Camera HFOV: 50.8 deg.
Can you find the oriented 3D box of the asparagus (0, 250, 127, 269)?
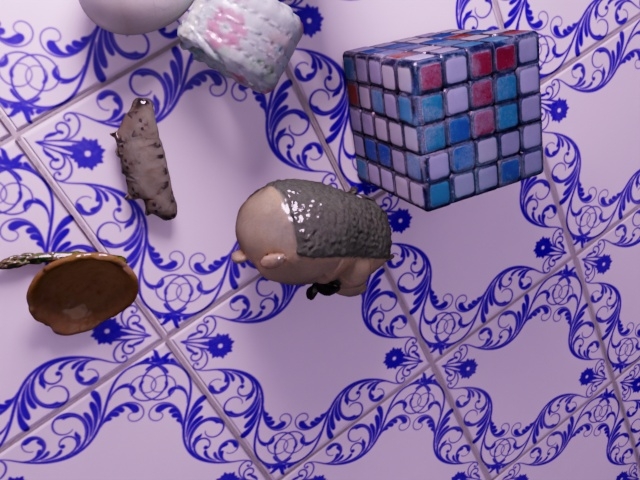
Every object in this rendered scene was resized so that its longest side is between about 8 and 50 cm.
[{"bbox_3d":[-0.480,0.036,1.262,0.236,0.027,0.034,0,96,-26],"label":"asparagus"}]

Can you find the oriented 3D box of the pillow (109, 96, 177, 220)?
[{"bbox_3d":[-0.333,-0.143,1.257,0.093,0.051,0.241,-19,115,-25],"label":"pillow"}]

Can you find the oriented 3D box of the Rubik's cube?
[{"bbox_3d":[0.243,-0.257,1.357,0.287,0.293,0.292,-17,112,-20],"label":"Rubik's cube"}]

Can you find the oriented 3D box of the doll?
[{"bbox_3d":[0.000,0.000,1.372,0.349,0.247,0.247,-2,109,-41],"label":"doll"}]

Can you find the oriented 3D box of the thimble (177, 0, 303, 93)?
[{"bbox_3d":[-0.144,-0.365,1.187,0.211,0.185,0.149,24,96,-50],"label":"thimble"}]

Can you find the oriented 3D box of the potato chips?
[{"bbox_3d":[-0.445,0.091,1.262,0.195,0.062,0.208,0,132,-24],"label":"potato chips"}]

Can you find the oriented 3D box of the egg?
[{"bbox_3d":[-0.298,-0.425,1.119,0.209,0.151,0.151,-25,116,-19],"label":"egg"}]
